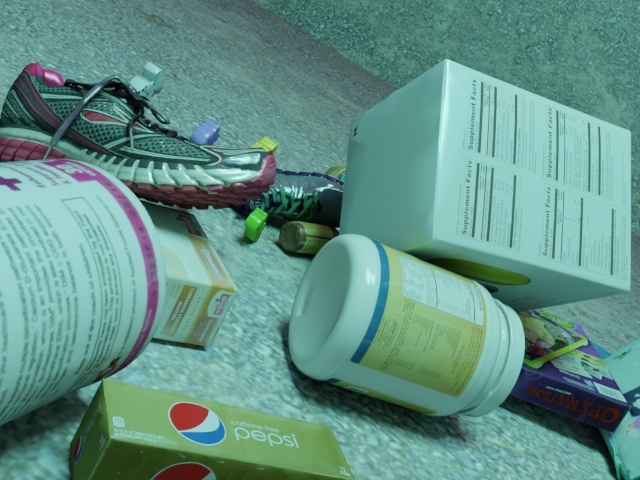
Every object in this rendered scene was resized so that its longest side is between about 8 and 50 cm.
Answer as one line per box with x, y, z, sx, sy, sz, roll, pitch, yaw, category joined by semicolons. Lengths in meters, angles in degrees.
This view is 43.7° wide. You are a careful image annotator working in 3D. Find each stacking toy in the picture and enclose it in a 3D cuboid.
-0.136;-0.084;0.900;0.167;0.052;0.221;34;-25;8;stacking toy

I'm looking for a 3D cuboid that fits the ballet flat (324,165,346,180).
0.108;-0.079;1.348;0.232;0.080;0.073;20;6;-29;ballet flat

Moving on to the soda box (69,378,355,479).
-0.070;0.151;0.540;0.181;0.061;0.058;18;21;-29;soda box

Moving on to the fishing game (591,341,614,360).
0.434;0.196;1.179;0.264;0.041;0.189;24;12;2;fishing game

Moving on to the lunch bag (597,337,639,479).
0.465;0.223;0.964;0.262;0.160;0.223;2;26;0;lunch bag

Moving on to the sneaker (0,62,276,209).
-0.185;-0.100;0.771;0.299;0.112;0.121;13;-3;14;sneaker

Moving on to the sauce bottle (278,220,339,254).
0.000;0.000;1.048;0.128;0.042;0.042;10;27;-51;sauce bottle

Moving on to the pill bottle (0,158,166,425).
-0.228;0.040;0.444;0.160;0.160;0.283;35;20;15;pill bottle

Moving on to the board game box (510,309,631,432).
0.191;0.109;0.991;0.347;0.056;0.208;21;24;-7;board game box

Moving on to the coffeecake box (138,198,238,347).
-0.186;0.014;0.706;0.186;0.068;0.142;16;22;-34;coffeecake box

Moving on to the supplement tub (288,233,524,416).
0.084;0.089;0.787;0.200;0.144;0.144;22;21;-22;supplement tub

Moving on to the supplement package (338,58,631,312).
0.185;-0.044;0.912;0.263;0.198;0.199;14;-18;-25;supplement package

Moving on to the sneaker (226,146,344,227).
-0.053;-0.050;1.051;0.224;0.083;0.098;16;30;4;sneaker
